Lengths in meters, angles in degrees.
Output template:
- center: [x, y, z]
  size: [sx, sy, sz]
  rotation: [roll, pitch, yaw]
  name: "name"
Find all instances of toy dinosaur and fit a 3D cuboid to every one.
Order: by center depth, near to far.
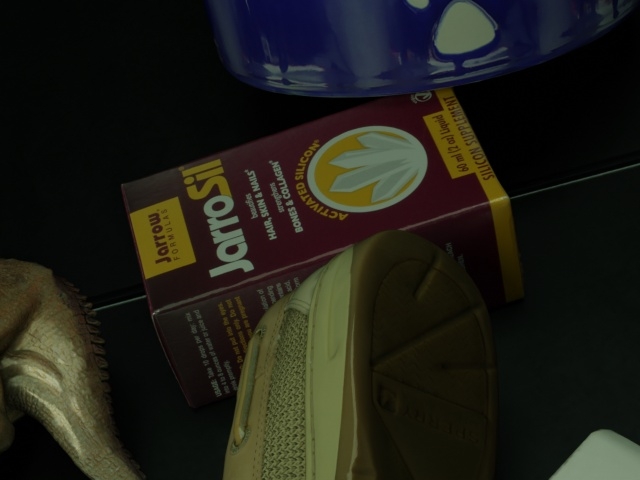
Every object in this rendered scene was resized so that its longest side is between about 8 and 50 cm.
- center: [-0.197, 0.044, 0.808]
  size: [0.295, 0.127, 0.200]
  rotation: [13, 45, 18]
  name: "toy dinosaur"

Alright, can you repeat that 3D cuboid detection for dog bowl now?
- center: [0.057, -0.180, 0.900]
  size: [0.264, 0.104, 0.265]
  rotation: [-10, 25, 5]
  name: "dog bowl"

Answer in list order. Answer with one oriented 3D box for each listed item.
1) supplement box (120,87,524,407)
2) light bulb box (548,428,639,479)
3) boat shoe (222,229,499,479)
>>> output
- center: [0.000, 0.000, 0.819]
  size: [0.188, 0.081, 0.104]
  rotation: [-18, 46, -2]
  name: "supplement box"
- center: [0.050, 0.308, 0.325]
  size: [0.225, 0.358, 0.361]
  rotation: [29, 61, 37]
  name: "light bulb box"
- center: [0.006, 0.162, 0.659]
  size: [0.110, 0.121, 0.341]
  rotation: [-27, 42, 41]
  name: "boat shoe"
